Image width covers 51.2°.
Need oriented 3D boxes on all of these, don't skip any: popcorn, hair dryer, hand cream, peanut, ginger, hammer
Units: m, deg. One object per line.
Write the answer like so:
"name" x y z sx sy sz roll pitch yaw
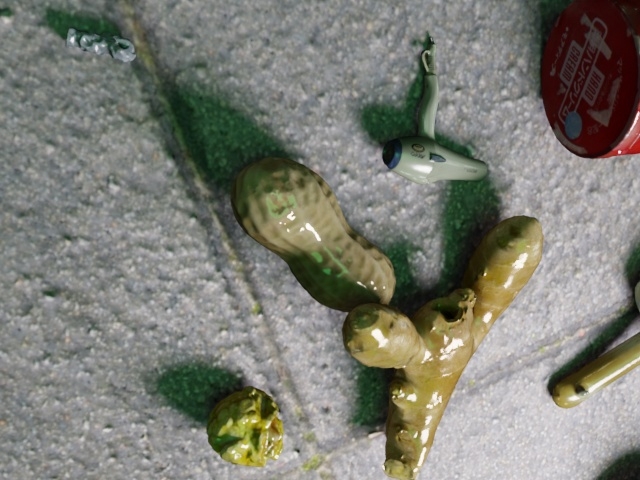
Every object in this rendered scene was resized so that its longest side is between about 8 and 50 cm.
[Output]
"popcorn" -0.101 0.266 0.952 0.120 0.116 0.106 32 76 -20
"hair dryer" 0.184 -0.168 0.967 0.167 0.067 0.199 23 82 -28
"hand cream" 0.424 -0.227 0.915 0.149 0.230 0.231 -7 105 -11
"peanut" 0.000 0.000 0.909 0.298 0.120 0.136 47 46 -24
"ginger" 0.184 0.153 0.996 0.363 0.122 0.348 -35 140 -31
"hammer" 0.520 0.187 1.118 0.305 0.113 0.202 -33 107 3

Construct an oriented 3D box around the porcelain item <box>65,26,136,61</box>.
"porcelain item" -0.269 -0.241 0.823 0.083 0.036 0.028 13 131 -13
